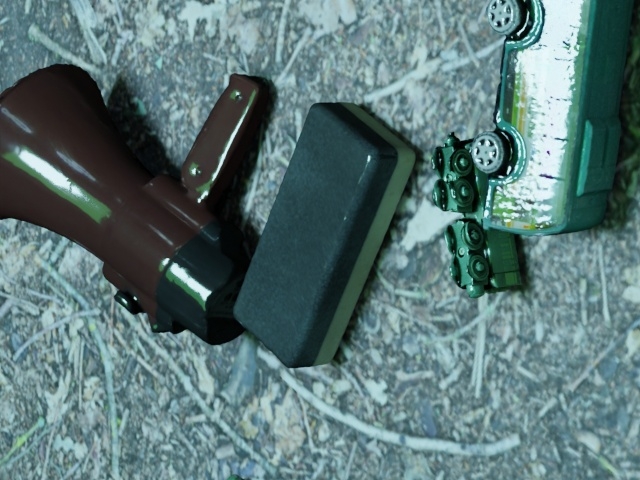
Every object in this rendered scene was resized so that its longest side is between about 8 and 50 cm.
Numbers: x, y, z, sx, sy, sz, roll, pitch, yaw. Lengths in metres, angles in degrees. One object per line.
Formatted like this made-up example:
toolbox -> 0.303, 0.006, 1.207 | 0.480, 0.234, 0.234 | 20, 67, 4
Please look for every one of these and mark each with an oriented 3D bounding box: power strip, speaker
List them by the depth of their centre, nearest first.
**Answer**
power strip -> 0.000, 0.000, 1.847 | 0.105, 0.070, 0.257 | 43, 120, 38
speaker -> -0.172, -0.060, 2.003 | 0.329, 0.198, 0.259 | 30, 75, 25

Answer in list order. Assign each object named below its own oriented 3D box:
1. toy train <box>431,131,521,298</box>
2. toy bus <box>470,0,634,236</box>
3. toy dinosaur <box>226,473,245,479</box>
toy train -> 0.136, -0.024, 1.702 | 0.038, 0.071, 0.148 | -13, 85, 48
toy bus -> 0.198, -0.130, 1.621 | 0.109, 0.091, 0.262 | 14, 105, 37
toy dinosaur -> -0.046, 0.381, 1.929 | 0.079, 0.120, 0.292 | -31, 47, 54
